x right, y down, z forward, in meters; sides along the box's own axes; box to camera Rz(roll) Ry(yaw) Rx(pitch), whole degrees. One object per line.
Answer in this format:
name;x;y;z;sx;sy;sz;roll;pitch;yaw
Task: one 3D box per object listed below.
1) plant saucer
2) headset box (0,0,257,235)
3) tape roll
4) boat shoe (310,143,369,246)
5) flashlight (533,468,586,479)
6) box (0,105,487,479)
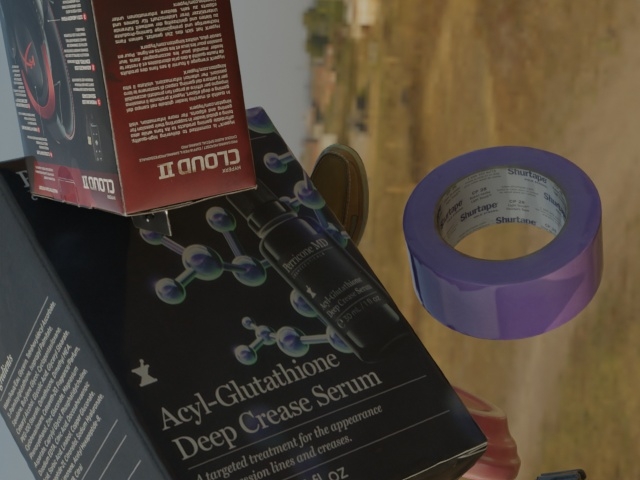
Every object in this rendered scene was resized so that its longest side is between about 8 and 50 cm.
plant saucer;0.126;0.233;1.997;0.332;0.332;0.084;-91;21;-86
headset box;-0.155;-0.147;1.080;0.218;0.110;0.293;10;111;61
tape roll;0.177;0.000;1.396;0.189;0.189;0.080;-87;-11;-45
boat shoe;0.000;0.000;1.427;0.072;0.068;0.190;-22;-56;-54
flashlight;0.206;0.362;1.917;0.103;0.304;0.103;-31;-75;-69
box;-0.103;0.113;1.275;0.395;0.293;0.212;56;139;21
